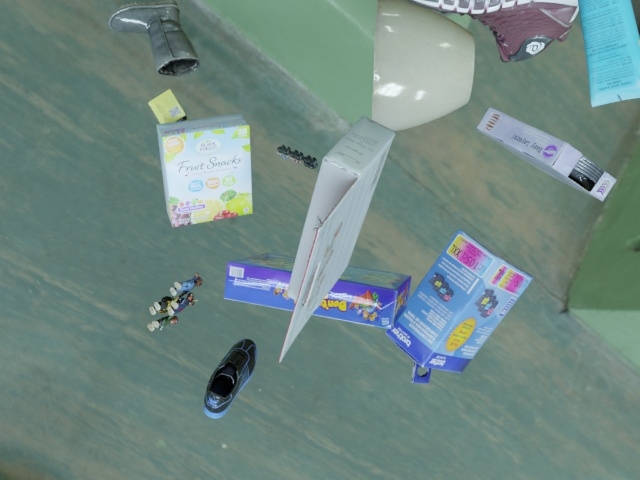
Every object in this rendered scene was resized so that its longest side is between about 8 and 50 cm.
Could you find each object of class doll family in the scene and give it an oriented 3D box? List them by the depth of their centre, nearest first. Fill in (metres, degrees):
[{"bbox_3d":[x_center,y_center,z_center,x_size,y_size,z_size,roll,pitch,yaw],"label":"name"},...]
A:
[{"bbox_3d":[-0.372,0.159,1.706,0.076,0.193,0.111,58,24,12],"label":"doll family"}]

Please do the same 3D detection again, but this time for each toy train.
[{"bbox_3d":[-0.066,-0.235,1.847,0.027,0.158,0.036,-44,139,-23],"label":"toy train"}]

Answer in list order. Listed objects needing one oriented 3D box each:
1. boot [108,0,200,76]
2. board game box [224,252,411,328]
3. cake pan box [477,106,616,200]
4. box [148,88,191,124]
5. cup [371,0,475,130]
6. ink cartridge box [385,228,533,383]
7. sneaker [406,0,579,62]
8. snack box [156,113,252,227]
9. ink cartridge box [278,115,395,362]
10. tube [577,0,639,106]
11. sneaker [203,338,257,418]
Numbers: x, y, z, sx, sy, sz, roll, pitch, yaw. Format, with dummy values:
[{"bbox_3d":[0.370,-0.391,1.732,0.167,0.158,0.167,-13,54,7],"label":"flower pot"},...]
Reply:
[{"bbox_3d":[-0.395,-0.469,1.547,0.189,0.076,0.209,-16,68,-3],"label":"boot"},{"bbox_3d":[0.004,0.098,1.388,0.347,0.233,0.078,9,96,15],"label":"board game box"},{"bbox_3d":[0.536,-0.202,1.552,0.245,0.267,0.070,19,106,-37],"label":"cake pan box"},{"bbox_3d":[-0.287,-0.220,1.422,0.058,0.232,0.087,-32,62,-3],"label":"box"},{"bbox_3d":[0.249,-0.425,1.615,0.237,0.331,0.331,3,89,4],"label":"cup"},{"bbox_3d":[0.348,0.193,1.716,0.395,0.151,0.270,-55,145,11],"label":"ink cartridge box"},{"bbox_3d":[0.261,-0.346,1.029,0.281,0.162,0.106,8,61,12],"label":"sneaker"},{"bbox_3d":[-0.232,-0.141,1.329,0.174,0.070,0.207,-12,126,-19],"label":"snack box"},{"bbox_3d":[0.000,0.000,0.903,0.060,0.275,0.239,28,45,11],"label":"ink cartridge box"},{"bbox_3d":[0.351,-0.273,0.803,0.052,0.080,0.207,-19,100,-30],"label":"tube"},{"bbox_3d":[-0.209,0.316,1.584,0.081,0.090,0.232,22,45,3],"label":"sneaker"}]
